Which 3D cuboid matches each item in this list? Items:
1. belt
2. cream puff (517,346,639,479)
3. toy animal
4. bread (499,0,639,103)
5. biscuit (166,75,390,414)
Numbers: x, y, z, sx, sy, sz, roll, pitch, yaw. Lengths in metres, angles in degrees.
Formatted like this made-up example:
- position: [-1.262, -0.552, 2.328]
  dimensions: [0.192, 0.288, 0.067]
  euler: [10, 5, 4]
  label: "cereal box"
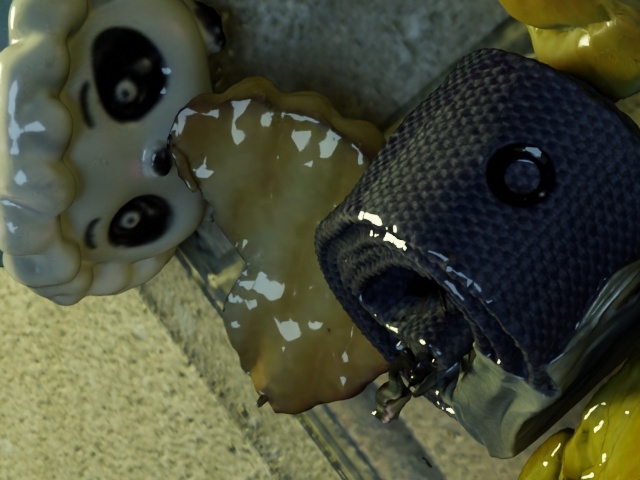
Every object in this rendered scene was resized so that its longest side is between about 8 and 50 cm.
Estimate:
- position: [0.071, 0.017, 0.803]
  dimensions: [0.139, 0.126, 0.230]
  euler: [41, 167, 10]
  label: "belt"
- position: [0.161, 0.152, 0.785]
  dimensions: [0.274, 0.323, 0.270]
  euler: [-10, 83, 23]
  label: "cream puff"
- position: [-0.158, -0.066, 0.961]
  dimensions: [0.204, 0.156, 0.208]
  euler: [19, 121, 28]
  label: "toy animal"
- position: [0.189, -0.124, 0.692]
  dimensions: [0.333, 0.160, 0.333]
  euler: [25, 138, 26]
  label: "bread"
- position: [0.000, 0.000, 0.943]
  dimensions: [0.118, 0.061, 0.183]
  euler: [-6, 113, 13]
  label: "biscuit"
